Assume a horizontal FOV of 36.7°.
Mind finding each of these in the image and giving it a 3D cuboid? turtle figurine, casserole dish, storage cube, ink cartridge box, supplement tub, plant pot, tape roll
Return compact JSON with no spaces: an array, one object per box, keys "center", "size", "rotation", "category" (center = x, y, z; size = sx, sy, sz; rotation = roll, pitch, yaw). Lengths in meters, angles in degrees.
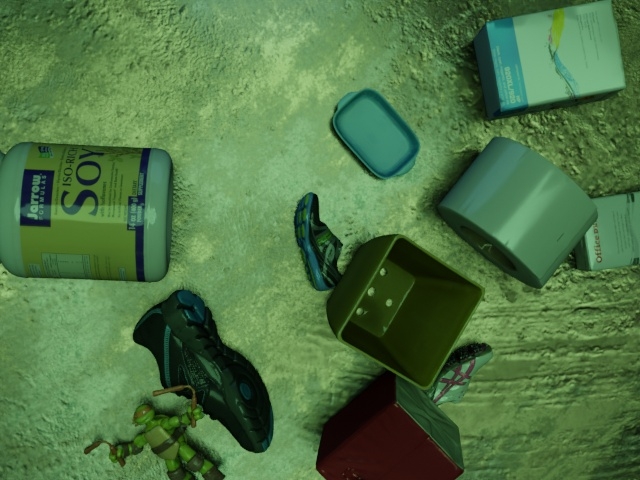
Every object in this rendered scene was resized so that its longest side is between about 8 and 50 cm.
[{"center":[-0.290,0.385,1.787],"size":[0.269,0.087,0.217],"rotation":[-33,98,17],"category":"turtle figurine"},{"center":[0.105,-0.203,1.845],"size":[0.114,0.037,0.188],"rotation":[-43,95,-4],"category":"casserole dish"},{"center":[0.128,0.377,1.751],"size":[0.193,0.215,0.184],"rotation":[-43,96,12],"category":"storage cube"},{"center":[0.423,-0.331,1.796],"size":[0.232,0.171,0.168],"rotation":[-10,90,2],"category":"ink cartridge box"},{"center":[-0.429,-0.050,1.687],"size":[0.331,0.241,0.241],"rotation":[2,90,-6],"category":"supplement tub"},{"center":[0.591,-0.022,1.875],"size":[0.190,0.082,0.140],"rotation":[-8,91,-5],"category":"ink cartridge box"},{"center":[0.130,0.114,1.761],"size":[0.212,0.187,0.212],"rotation":[32,87,-22],"category":"plant pot"},{"center":[0.359,-0.050,1.770],"size":[0.246,0.246,0.169],"rotation":[40,87,-5],"category":"tape roll"}]

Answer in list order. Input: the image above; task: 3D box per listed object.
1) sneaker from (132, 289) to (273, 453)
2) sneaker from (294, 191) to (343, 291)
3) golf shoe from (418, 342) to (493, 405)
[{"center":[-0.211,0.256,1.794],"size":[0.139,0.125,0.341],"rotation":[-31,95,20],"category":"sneaker"},{"center":[0.000,0.000,1.829],"size":[0.078,0.067,0.188],"rotation":[-15,93,-21],"category":"sneaker"},{"center":[0.257,0.266,1.855],"size":[0.186,0.067,0.086],"rotation":[-33,100,5],"category":"golf shoe"}]
